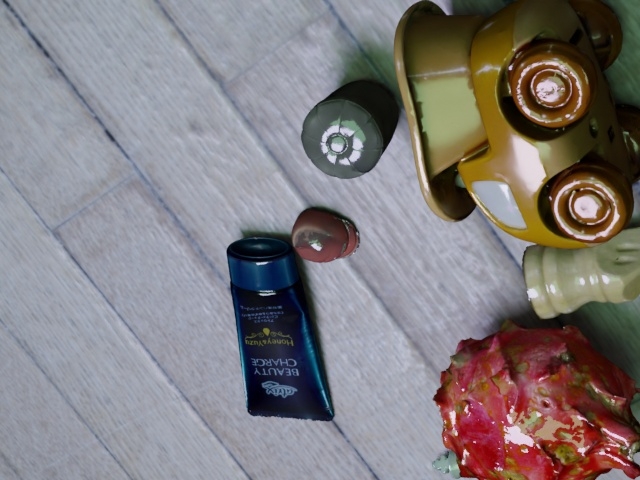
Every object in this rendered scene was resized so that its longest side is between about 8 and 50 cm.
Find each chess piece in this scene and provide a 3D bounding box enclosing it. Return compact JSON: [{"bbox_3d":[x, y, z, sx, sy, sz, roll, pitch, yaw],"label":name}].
[{"bbox_3d":[0.331,0.027,1.534,0.200,0.090,0.090,-14,111,24],"label":"chess piece"},{"bbox_3d":[0.206,0.274,1.733,0.149,0.059,0.059,-8,113,30],"label":"chess piece"}]

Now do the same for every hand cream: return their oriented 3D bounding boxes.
[{"bbox_3d":[-0.056,0.120,1.757,0.120,0.061,0.270,1,125,16],"label":"hand cream"}]

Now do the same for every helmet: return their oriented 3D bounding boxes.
[{"bbox_3d":[0.001,0.001,1.667,0.084,0.049,0.065,17,120,12],"label":"helmet"}]

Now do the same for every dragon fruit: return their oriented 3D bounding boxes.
[{"bbox_3d":[0.259,0.194,1.573,0.268,0.210,0.205,14,132,43],"label":"dragon fruit"}]

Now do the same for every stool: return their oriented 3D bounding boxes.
[{"bbox_3d":[0.036,-0.127,1.551,0.096,0.110,0.096,10,119,18],"label":"stool"}]

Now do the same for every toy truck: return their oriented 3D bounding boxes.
[{"bbox_3d":[0.215,-0.127,1.428,0.212,0.204,0.288,-10,112,28],"label":"toy truck"}]
